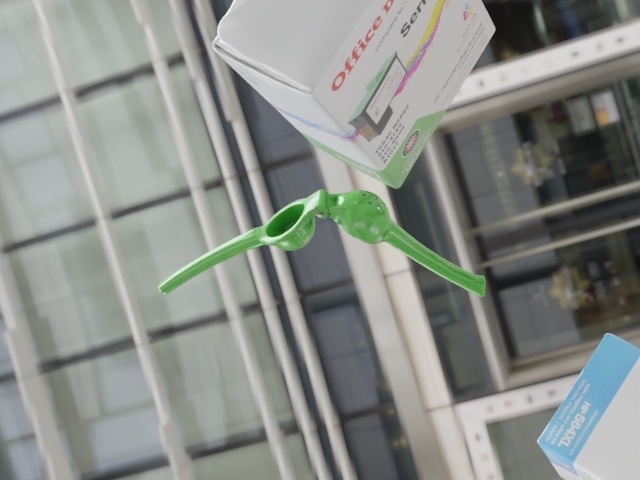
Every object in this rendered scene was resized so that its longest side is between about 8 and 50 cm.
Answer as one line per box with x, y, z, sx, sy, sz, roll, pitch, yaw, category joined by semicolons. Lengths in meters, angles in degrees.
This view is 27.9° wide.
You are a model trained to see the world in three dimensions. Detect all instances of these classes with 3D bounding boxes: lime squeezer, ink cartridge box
0.000;0.000;1.203;0.110;0.310;0.059;88;-178;-49;lime squeezer
0.043;-0.193;1.217;0.117;0.201;0.278;30;177;24;ink cartridge box
0.232;0.144;0.843;0.143;0.090;0.092;30;169;31;ink cartridge box
